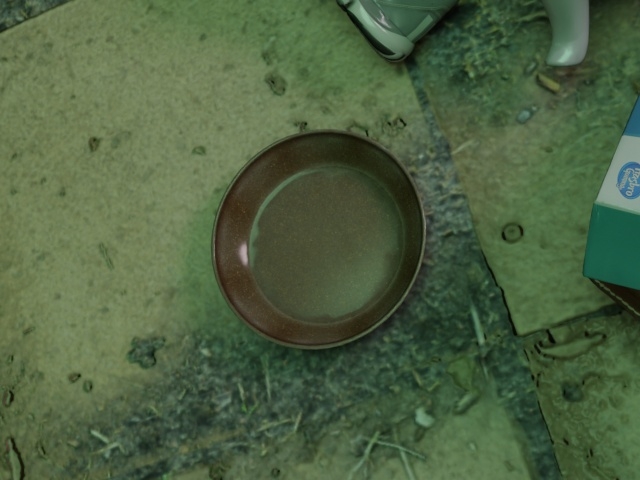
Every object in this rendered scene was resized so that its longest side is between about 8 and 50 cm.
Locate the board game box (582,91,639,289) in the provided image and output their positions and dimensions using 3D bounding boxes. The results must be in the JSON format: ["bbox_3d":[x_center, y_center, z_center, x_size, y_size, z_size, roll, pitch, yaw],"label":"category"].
[{"bbox_3d":[0.384,-0.042,0.715,0.336,0.079,0.254,16,50,21],"label":"board game box"}]

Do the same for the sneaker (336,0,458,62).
[{"bbox_3d":[0.042,-0.284,0.926,0.132,0.086,0.229,-39,94,8],"label":"sneaker"}]

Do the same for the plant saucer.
[{"bbox_3d":[0.000,0.000,0.918,0.198,0.036,0.199,-4,77,17],"label":"plant saucer"}]

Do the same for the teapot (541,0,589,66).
[{"bbox_3d":[0.265,-0.307,0.833,0.256,0.187,0.253,-23,41,30],"label":"teapot"}]

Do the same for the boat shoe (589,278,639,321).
[{"bbox_3d":[0.317,0.102,0.745,0.324,0.123,0.116,40,125,36],"label":"boat shoe"}]
